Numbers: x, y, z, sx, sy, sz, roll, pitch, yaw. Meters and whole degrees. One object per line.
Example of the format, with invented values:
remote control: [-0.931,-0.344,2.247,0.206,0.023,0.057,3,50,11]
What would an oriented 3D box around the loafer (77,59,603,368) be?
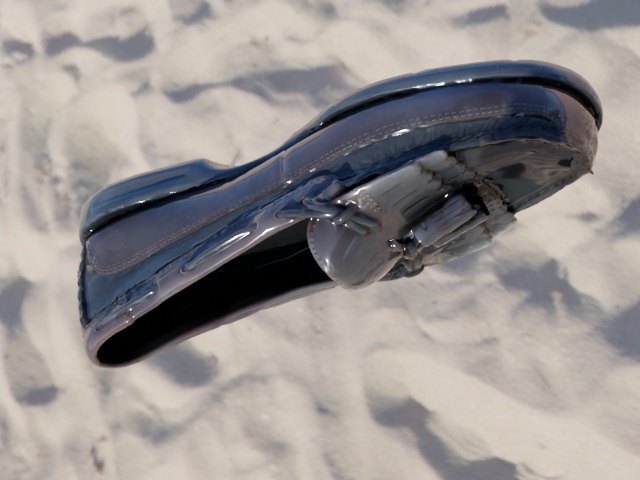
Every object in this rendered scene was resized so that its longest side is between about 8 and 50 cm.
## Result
loafer: [0.000,0.000,0.627,0.303,0.109,0.095,-15,55,30]
